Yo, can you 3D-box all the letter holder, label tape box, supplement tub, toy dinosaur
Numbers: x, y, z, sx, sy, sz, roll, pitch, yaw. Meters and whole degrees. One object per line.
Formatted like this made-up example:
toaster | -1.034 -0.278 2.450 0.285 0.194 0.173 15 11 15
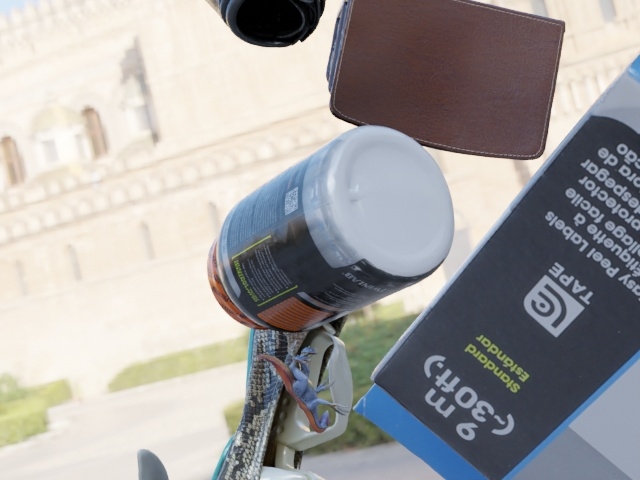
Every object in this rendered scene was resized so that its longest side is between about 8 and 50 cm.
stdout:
letter holder | 0.162 -0.216 1.689 0.302 0.214 0.152 12 -10 -6
label tape box | 0.168 0.092 0.619 0.115 0.249 0.347 -43 -10 -50
supplement tub | 0.000 0.000 1.578 0.207 0.207 0.338 -10 -11 -37
toy dinosaur | -0.014 0.144 1.151 0.090 0.082 0.047 4 17 5

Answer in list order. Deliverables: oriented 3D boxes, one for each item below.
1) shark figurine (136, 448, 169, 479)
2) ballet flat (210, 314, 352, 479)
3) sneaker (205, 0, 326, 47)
shark figurine | -0.125 0.232 0.697 0.278 0.166 0.116 -17 17 -41
ballet flat | -0.052 0.287 1.792 0.182 0.482 0.164 3 -25 26
sneaker | 0.004 -0.295 1.378 0.296 0.147 0.104 -14 -40 -13
